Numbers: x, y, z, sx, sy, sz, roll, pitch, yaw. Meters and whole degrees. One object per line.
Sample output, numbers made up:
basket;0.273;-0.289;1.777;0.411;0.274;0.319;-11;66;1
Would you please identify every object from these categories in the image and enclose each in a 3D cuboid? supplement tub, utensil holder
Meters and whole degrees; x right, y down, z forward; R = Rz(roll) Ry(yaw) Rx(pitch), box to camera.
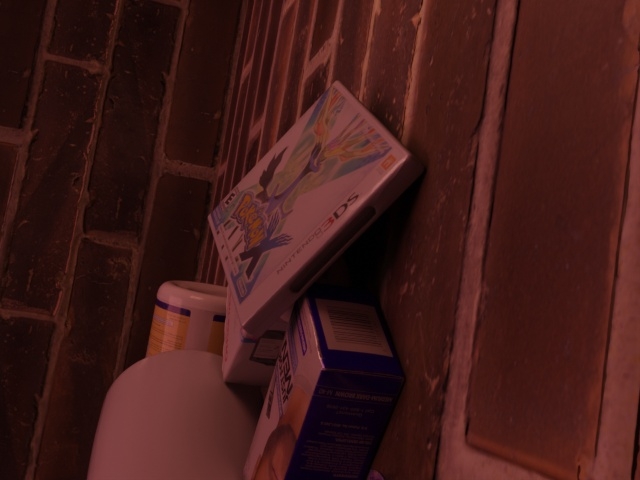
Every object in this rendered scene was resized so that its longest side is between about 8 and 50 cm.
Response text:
supplement tub;-0.259;0.268;1.710;0.241;0.241;0.331;-161;82;-76
utensil holder;-0.225;0.412;1.303;0.385;0.328;0.327;-105;29;-62

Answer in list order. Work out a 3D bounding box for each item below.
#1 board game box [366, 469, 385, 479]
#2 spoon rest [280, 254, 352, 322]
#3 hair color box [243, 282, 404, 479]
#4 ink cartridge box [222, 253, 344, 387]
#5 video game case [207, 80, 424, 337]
board game box;0.039;0.348;0.900;0.133;0.033;0.168;-104;27;-59
spoon rest;0.000;0.000;1.150;0.084;0.137;0.276;-44;25;61
hair color box;-0.010;0.244;1.021;0.185;0.110;0.339;-107;29;-59
ink cartridge box;-0.065;0.076;1.310;0.306;0.131;0.226;116;159;-50
video game case;-0.027;-0.061;1.096;0.300;0.036;0.329;-45;29;9
